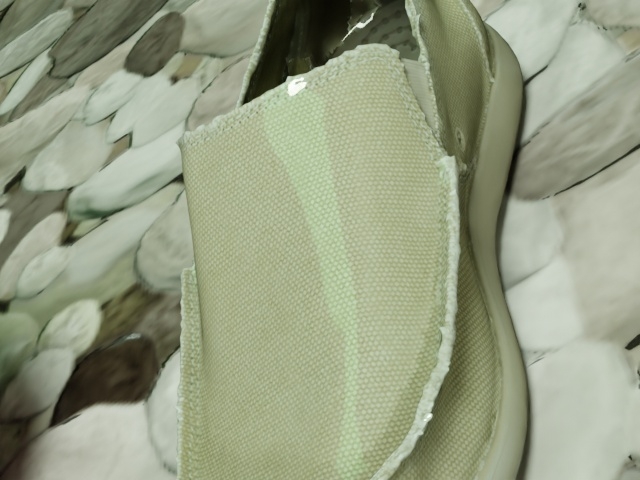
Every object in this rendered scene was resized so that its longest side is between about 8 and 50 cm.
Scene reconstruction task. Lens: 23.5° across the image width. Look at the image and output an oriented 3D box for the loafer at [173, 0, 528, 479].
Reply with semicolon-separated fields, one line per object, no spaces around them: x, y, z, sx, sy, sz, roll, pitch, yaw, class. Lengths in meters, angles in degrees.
0.000;0.000;0.454;0.102;0.092;0.269;-26;33;27;loafer
